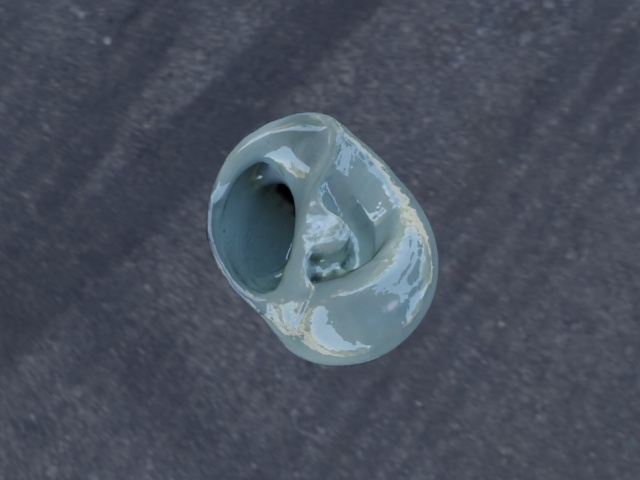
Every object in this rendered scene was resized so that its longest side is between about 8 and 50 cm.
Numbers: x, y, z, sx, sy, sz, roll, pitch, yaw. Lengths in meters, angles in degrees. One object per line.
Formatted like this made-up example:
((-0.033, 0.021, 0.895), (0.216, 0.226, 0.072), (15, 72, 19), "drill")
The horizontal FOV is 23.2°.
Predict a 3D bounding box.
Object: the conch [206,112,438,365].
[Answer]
((-0.001, 0.004, 1.314), (0.185, 0.121, 0.221), (-11, 66, -23), "conch")
